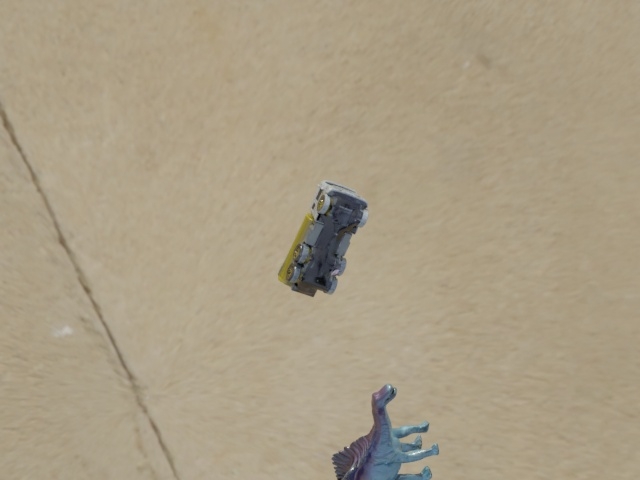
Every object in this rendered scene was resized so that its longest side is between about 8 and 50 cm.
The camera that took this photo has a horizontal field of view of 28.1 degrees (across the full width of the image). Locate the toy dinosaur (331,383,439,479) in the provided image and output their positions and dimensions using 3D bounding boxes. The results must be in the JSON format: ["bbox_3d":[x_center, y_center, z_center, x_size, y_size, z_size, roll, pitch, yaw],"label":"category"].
[{"bbox_3d":[0.050,0.180,1.039,0.080,0.197,0.045,-5,45,-15],"label":"toy dinosaur"}]

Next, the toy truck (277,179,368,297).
[{"bbox_3d":[0.000,0.000,1.290,0.052,0.063,0.123,19,107,-19],"label":"toy truck"}]
